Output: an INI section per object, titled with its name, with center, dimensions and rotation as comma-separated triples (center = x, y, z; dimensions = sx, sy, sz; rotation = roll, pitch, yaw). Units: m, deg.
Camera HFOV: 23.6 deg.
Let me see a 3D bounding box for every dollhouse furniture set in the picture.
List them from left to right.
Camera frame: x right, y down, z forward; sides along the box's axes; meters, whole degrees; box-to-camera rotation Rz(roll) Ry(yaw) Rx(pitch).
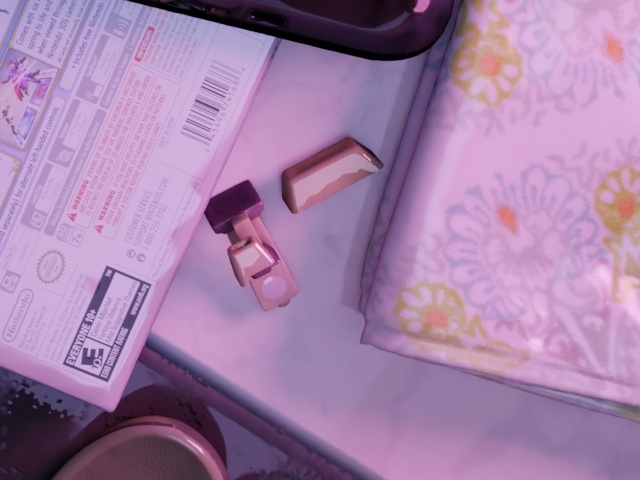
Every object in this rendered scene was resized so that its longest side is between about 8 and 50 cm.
[dollhouse furniture set]
center = 0.000, 0.000, 0.953
dimensions = 0.114, 0.091, 0.081
rotation = -28, 118, -3

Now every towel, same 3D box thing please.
[towel]
center = 0.220, -0.066, 0.953
dimensions = 0.320, 0.090, 0.375
rotation = 16, 98, -10

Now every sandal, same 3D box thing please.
[sandal]
center = -0.172, 0.239, 0.969
dimensions = 0.303, 0.086, 0.120
rotation = -44, 102, 3

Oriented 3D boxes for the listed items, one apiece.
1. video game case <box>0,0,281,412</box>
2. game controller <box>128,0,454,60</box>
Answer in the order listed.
[video game case]
center = -0.183, -0.067, 0.922
dimensions = 0.244, 0.061, 0.270
rotation = 24, 96, -11
[game controller]
center = -0.067, -0.208, 0.882
dimensions = 0.319, 0.067, 0.167
rotation = 12, 80, -12
